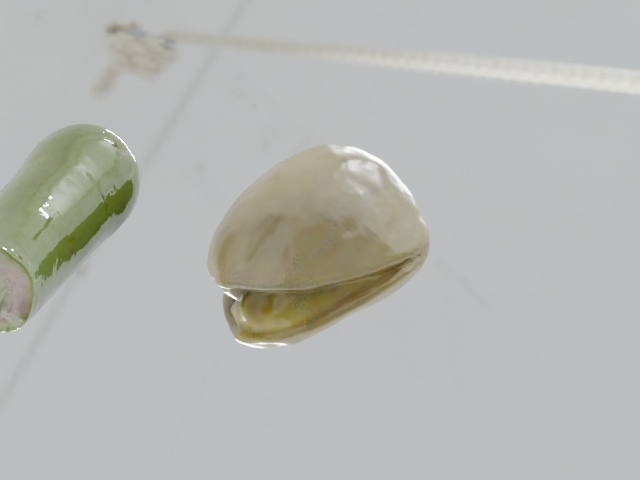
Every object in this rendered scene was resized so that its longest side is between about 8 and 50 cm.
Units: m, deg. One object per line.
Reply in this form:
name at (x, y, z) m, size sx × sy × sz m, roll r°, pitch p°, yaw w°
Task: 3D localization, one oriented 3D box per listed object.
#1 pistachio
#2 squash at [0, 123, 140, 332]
pistachio at (0.000, 0.000, 1.345) m, size 0.200 × 0.145 × 0.117 m, roll -38°, pitch -57°, yaw -60°
squash at (-0.180, -0.011, 1.232) m, size 0.250 × 0.083 × 0.083 m, roll -62°, pitch -37°, yaw -66°
